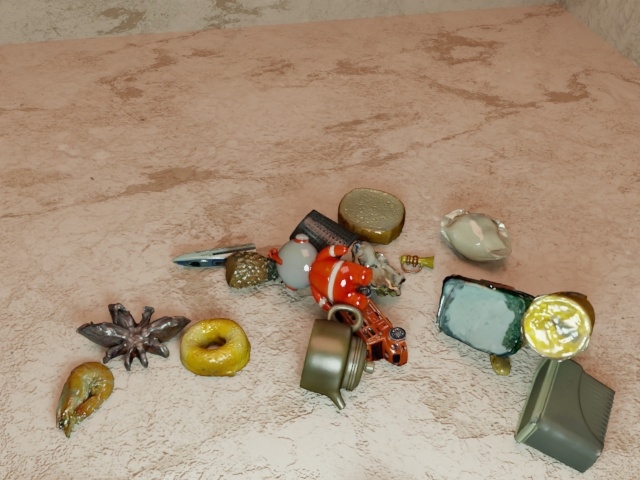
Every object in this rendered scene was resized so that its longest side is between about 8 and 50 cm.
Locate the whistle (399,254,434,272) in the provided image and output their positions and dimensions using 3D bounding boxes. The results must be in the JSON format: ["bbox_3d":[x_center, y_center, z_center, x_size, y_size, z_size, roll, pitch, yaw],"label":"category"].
[{"bbox_3d":[0.299,0.074,2.002,0.109,0.057,0.046,1,-2,9],"label":"whistle"}]

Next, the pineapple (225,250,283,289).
[{"bbox_3d":[-0.151,0.085,1.904,0.251,0.125,0.125,-3,43,-22],"label":"pineapple"}]

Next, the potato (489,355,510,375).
[{"bbox_3d":[0.485,0.328,1.737,0.051,0.040,0.083,-7,43,-4],"label":"potato"}]

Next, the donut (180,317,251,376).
[{"bbox_3d":[-0.279,0.275,1.703,0.190,0.074,0.174,8,44,4],"label":"donut"}]

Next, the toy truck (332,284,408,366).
[{"bbox_3d":[0.135,0.241,1.751,0.114,0.107,0.252,-24,47,-16],"label":"toy truck"}]

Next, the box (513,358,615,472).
[{"bbox_3d":[0.609,0.420,1.596,0.178,0.138,0.274,29,48,12],"label":"box"}]

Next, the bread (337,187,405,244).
[{"bbox_3d":[0.169,-0.081,2.121,0.236,0.070,0.236,2,44,-2],"label":"bread"}]

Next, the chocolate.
[{"bbox_3d":[0.634,0.198,1.688,0.162,0.162,0.445,28,13,23],"label":"chocolate"}]

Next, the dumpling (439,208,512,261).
[{"bbox_3d":[0.494,-0.020,2.038,0.250,0.132,0.162,34,54,27],"label":"dumpling"}]

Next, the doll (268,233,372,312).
[{"bbox_3d":[-0.012,0.086,1.777,0.337,0.199,0.105,19,17,31],"label":"doll"}]

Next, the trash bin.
[{"bbox_3d":[0.000,0.000,1.903,0.161,0.175,0.175,39,49,2],"label":"trash bin"}]

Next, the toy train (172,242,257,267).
[{"bbox_3d":[-0.319,0.057,1.948,0.252,0.055,0.048,-9,54,-13],"label":"toy train"}]

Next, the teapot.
[{"bbox_3d":[0.052,0.290,1.629,0.175,0.185,0.267,14,68,1],"label":"teapot"}]

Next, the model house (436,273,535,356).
[{"bbox_3d":[0.506,0.205,1.802,0.253,0.184,0.291,14,7,42],"label":"model house"}]

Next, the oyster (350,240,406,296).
[{"bbox_3d":[0.150,0.088,1.899,0.223,0.083,0.214,10,34,-54],"label":"oyster"}]

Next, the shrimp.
[{"bbox_3d":[-0.580,0.385,1.582,0.115,0.051,0.217,7,41,0],"label":"shrimp"}]

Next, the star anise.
[{"bbox_3d":[-0.500,0.241,1.697,0.258,0.110,0.198,18,45,5],"label":"star anise"}]
